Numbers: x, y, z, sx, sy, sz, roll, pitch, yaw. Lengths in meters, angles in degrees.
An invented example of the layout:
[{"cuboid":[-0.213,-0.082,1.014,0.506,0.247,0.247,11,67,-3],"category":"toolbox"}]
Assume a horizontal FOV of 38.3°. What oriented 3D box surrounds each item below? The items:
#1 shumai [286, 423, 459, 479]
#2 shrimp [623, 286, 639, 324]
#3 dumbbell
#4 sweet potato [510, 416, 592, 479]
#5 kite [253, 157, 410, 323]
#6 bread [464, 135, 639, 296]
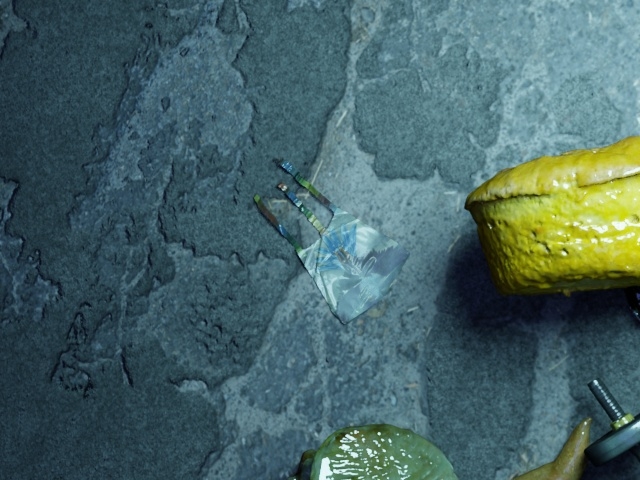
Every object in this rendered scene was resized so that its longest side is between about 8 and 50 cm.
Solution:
[{"cuboid":[0.085,0.423,1.495,0.272,0.222,0.203,35,144,6],"category":"shumai"},{"cuboid":[0.500,0.062,1.398,0.091,0.034,0.161,-16,78,20],"category":"shrimp"},{"cuboid":[0.489,0.339,1.322,0.143,0.143,0.325,-38,73,15],"category":"dumbbell"},{"cuboid":[0.331,0.386,1.428,0.281,0.059,0.067,-41,54,13],"category":"sweet potato"},{"cuboid":[-0.001,0.000,1.620,0.310,0.015,0.169,41,102,19],"category":"kite"},{"cuboid":[0.397,-0.028,1.291,0.358,0.337,0.204,-12,89,27],"category":"bread"}]
